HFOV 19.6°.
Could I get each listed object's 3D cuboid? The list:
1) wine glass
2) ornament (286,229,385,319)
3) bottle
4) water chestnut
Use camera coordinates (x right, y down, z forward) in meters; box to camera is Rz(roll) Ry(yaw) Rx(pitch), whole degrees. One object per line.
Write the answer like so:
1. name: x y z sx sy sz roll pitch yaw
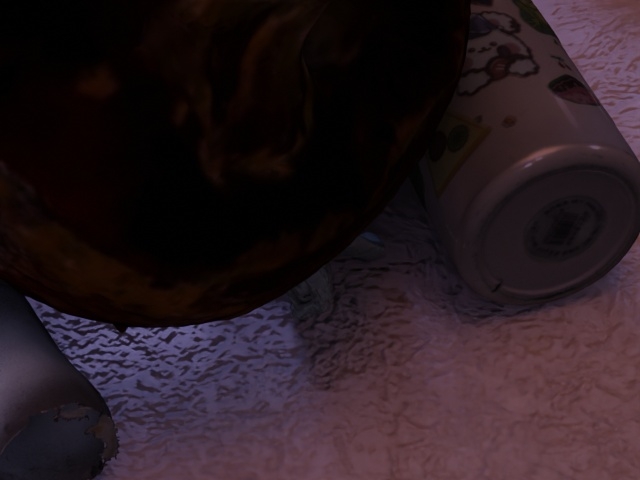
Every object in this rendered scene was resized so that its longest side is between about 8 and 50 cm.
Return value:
1. wine glass: -0.165 0.060 0.983 0.072 0.072 0.155 -19 47 -17
2. ornament: 0.000 -0.003 1.062 0.068 0.041 0.092 41 44 9
3. bottle: 0.091 -0.086 1.087 0.120 0.120 0.253 -14 46 -12
4. water chestnut: -0.073 -0.133 0.927 0.350 0.350 0.302 -27 10 -23
